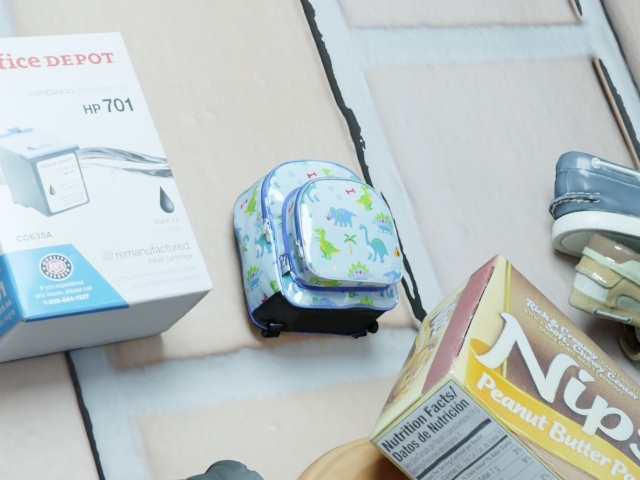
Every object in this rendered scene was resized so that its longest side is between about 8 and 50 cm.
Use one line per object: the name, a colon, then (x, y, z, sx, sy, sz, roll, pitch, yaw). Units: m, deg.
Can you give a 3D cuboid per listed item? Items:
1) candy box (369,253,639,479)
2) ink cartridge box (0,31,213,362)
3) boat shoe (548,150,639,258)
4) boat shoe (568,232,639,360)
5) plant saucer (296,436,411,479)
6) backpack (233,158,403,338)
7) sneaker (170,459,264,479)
candy box: (0.191, 0.174, 1.241, 0.316, 0.087, 0.183, 42, 28, -6)
ink cartridge box: (-0.170, -0.030, 1.154, 0.139, 0.082, 0.190, -9, 71, -37)
boat shoe: (0.294, -0.015, 1.451, 0.254, 0.095, 0.079, 9, 71, -19)
boat shoe: (0.257, 0.060, 1.407, 0.190, 0.068, 0.072, 27, 92, -33)
plant saucer: (0.064, 0.219, 1.198, 0.200, 0.037, 0.200, 16, 57, -26)
backpack: (0.000, 0.000, 1.248, 0.105, 0.084, 0.114, 3, 60, -35)
sneaker: (-0.067, 0.269, 1.051, 0.130, 0.109, 0.286, -4, 58, -29)
